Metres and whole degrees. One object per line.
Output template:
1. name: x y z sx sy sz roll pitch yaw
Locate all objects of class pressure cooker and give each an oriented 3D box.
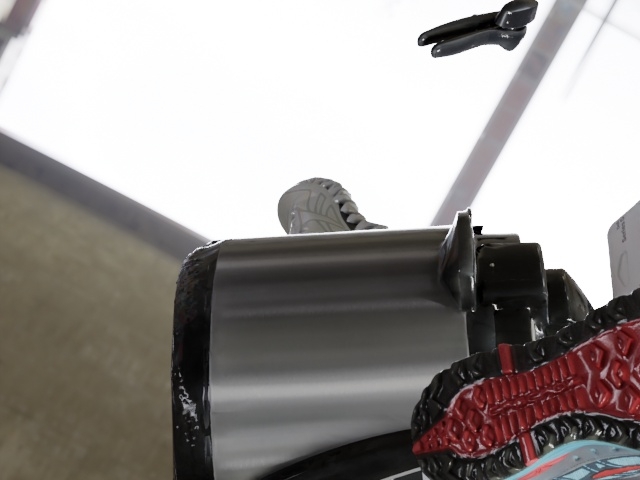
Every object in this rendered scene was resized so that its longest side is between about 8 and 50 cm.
1. pressure cooker: 0.079 0.161 1.610 0.421 0.375 0.370 -3 174 3

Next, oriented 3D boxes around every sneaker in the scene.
1. sneaker: 0.190 0.092 1.006 0.262 0.104 0.125 -16 162 34
2. sneaker: 0.000 0.000 2.065 0.118 0.110 0.292 -14 -155 -21

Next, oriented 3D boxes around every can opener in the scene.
1. can opener: 0.192 -0.263 2.049 0.186 0.073 0.059 -19 -138 -33

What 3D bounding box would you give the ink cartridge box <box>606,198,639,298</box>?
1. ink cartridge box: 0.526 0.071 2.166 0.273 0.115 0.198 22 -135 -21
